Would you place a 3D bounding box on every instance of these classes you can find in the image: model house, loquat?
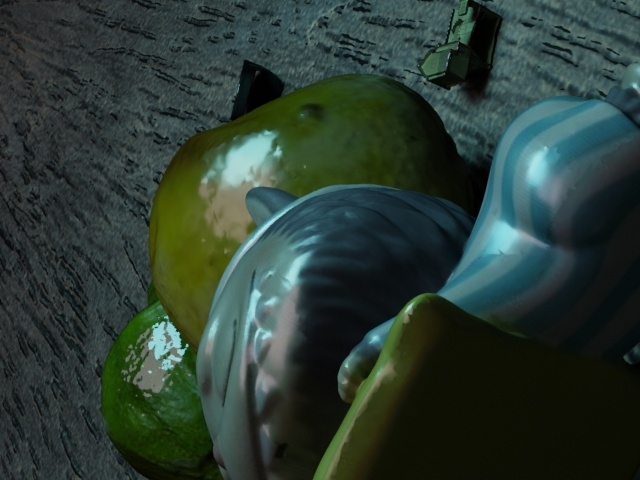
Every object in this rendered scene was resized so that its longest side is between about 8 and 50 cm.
[{"bbox_3d":[0.122,-0.174,1.471,0.058,0.057,0.083,-6,67,54],"label":"model house"},{"bbox_3d":[0.000,0.000,1.365,0.283,0.276,0.276,-27,42,17],"label":"loquat"}]

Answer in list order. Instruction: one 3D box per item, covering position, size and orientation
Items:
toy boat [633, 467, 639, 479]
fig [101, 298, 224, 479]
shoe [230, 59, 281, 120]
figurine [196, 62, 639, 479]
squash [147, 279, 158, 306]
[{"bbox_3d":[0.157,0.188,1.127,0.208,0.078,0.134,-47,31,37],"label":"toy boat"},{"bbox_3d":[-0.082,0.161,1.502,0.235,0.203,0.203,39,107,30],"label":"fig"},{"bbox_3d":[-0.071,-0.160,1.805,0.179,0.049,0.071,-103,27,-81],"label":"shoe"},{"bbox_3d":[0.046,0.012,1.060,0.361,0.266,0.377,-51,44,-1],"label":"figurine"},{"bbox_3d":[-0.123,0.030,1.742,0.258,0.069,0.069,-34,42,46],"label":"squash"}]
